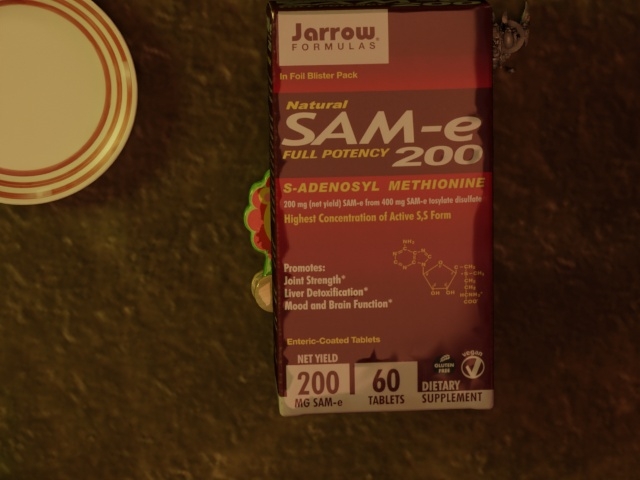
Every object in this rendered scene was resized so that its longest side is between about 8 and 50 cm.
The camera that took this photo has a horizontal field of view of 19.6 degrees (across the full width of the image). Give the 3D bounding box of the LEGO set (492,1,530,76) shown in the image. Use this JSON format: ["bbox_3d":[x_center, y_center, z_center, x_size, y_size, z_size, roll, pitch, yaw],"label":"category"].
[{"bbox_3d":[0.097,-0.112,1.129,0.054,0.023,0.083,27,102,-11],"label":"LEGO set"}]

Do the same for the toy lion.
[{"bbox_3d":[0.000,0.000,1.154,0.100,0.034,0.096,11,98,-7],"label":"toy lion"}]

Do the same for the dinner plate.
[{"bbox_3d":[-0.181,-0.091,1.120,0.141,0.017,0.141,-1,106,-4],"label":"dinner plate"}]

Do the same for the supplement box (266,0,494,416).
[{"bbox_3d":[0.035,-0.021,1.095,0.130,0.073,0.239,-2,101,-3],"label":"supplement box"}]
